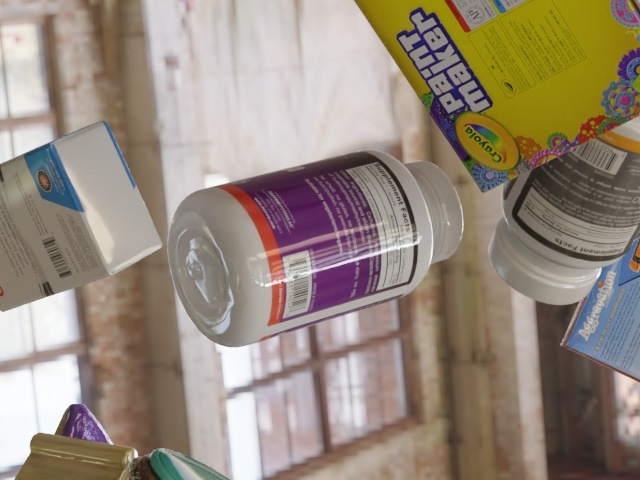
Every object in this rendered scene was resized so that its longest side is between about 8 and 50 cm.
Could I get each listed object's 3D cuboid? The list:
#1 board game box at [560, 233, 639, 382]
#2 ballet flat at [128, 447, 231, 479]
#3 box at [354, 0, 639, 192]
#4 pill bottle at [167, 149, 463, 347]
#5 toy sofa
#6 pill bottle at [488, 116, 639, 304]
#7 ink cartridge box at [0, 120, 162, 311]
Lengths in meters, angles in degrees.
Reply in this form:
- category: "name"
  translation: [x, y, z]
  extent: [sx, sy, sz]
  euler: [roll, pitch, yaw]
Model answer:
- category: "board game box"
  translation: [0.437, 0.040, 2.186]
  extent: [0.145, 0.281, 0.027]
  euler: [25, 176, -6]
- category: "ballet flat"
  translation: [-0.051, 0.348, 1.716]
  extent: [0.483, 0.182, 0.164]
  euler: [24, -161, -48]
- category: "box"
  translation: [0.135, -0.246, 1.294]
  extent: [0.177, 0.290, 0.279]
  euler: [-27, -159, 23]
- category: "pill bottle"
  translation: [0.000, 0.000, 1.905]
  extent: [0.323, 0.181, 0.181]
  euler: [-15, -168, -33]
- category: "toy sofa"
  translation: [-0.208, 0.361, 1.981]
  extent: [0.150, 0.362, 0.177]
  euler: [5, -129, 36]
- category: "pill bottle"
  translation: [0.297, -0.070, 1.862]
  extent: [0.162, 0.278, 0.162]
  euler: [13, -140, -11]
- category: "ink cartridge box"
  translation: [-0.282, -0.023, 1.740]
  extent: [0.203, 0.148, 0.086]
  euler: [-16, -169, 44]
